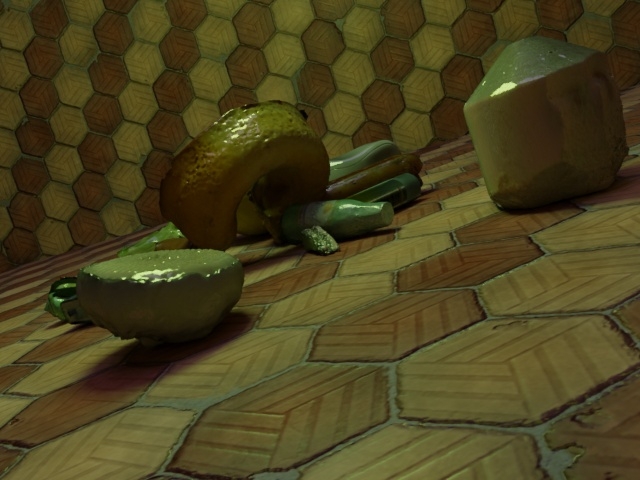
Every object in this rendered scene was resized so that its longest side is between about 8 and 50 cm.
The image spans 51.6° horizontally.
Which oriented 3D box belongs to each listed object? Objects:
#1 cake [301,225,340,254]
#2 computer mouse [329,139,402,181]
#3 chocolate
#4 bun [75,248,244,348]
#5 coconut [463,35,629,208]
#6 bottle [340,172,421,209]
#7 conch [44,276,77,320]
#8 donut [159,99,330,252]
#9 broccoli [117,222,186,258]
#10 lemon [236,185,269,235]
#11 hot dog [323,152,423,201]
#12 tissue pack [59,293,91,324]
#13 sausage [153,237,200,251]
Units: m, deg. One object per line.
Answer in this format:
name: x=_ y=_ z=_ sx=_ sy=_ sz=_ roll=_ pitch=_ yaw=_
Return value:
cake: x=0.000 y=0.000 z=1.468 sx=0.051 sy=0.055 sz=0.140 roll=-14 pitch=9 yaw=-19
computer mouse: x=0.119 y=-0.192 z=2.003 sx=0.297 sy=0.184 sz=0.121 roll=-14 pitch=25 yaw=-4
chocolate: x=0.040 y=-0.049 z=1.546 sx=0.291 sy=0.110 sz=0.110 roll=-5 pitch=15 yaw=41
bun: x=-0.259 y=0.095 z=1.090 sx=0.288 sy=0.146 sz=0.287 roll=-2 pitch=10 yaw=0
coconut: x=0.431 y=-0.237 z=1.279 sx=0.298 sy=0.309 sz=0.297 roll=-16 pitch=10 yaw=3
bottle: x=0.148 y=-0.101 z=1.699 sx=0.286 sy=0.082 sz=0.082 roll=-25 pitch=12 yaw=-41
conch: x=-0.583 y=0.129 z=1.597 sx=0.170 sy=0.105 sz=0.079 roll=-18 pitch=13 yaw=-35
donut: x=-0.153 y=-0.147 z=1.623 sx=0.435 sy=0.377 sz=0.163 roll=-9 pitch=44 yaw=-42
broccoli: x=-0.477 y=-0.028 z=2.156 sx=0.362 sy=0.221 sz=0.252 roll=-19 pitch=39 yaw=9
lemon: x=-0.189 y=-0.165 z=2.014 sx=0.336 sy=0.335 sz=0.336 roll=-17 pitch=9 yaw=3
hot dog: x=0.131 y=-0.145 z=1.869 sx=0.349 sy=0.117 sz=0.158 roll=-23 pitch=9 yaw=-15
tissue pack: x=-0.452 y=0.117 z=1.519 sx=0.174 sy=0.073 sz=0.235 roll=-13 pitch=10 yaw=19
sausage: x=-0.367 y=0.041 z=1.748 sx=0.109 sy=0.108 sz=0.271 roll=-23 pitch=12 yaw=-34
